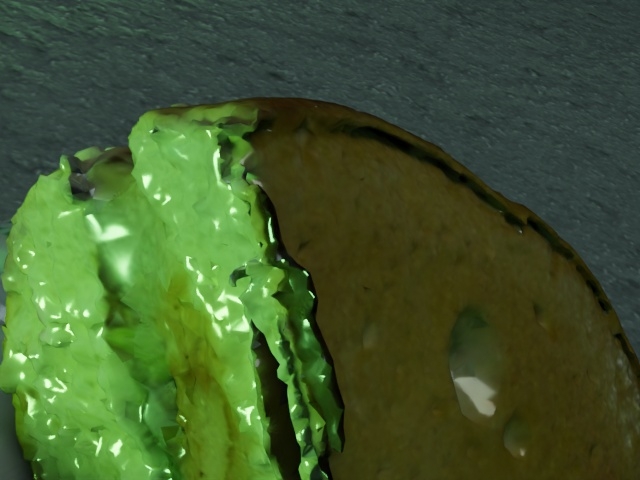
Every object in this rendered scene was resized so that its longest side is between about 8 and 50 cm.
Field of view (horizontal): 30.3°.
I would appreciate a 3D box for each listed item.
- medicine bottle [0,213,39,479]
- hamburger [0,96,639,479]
[{"bbox_3d":[-0.176,0.088,0.775,0.212,0.212,0.325,31,34,19],"label":"medicine bottle"},{"bbox_3d":[0.029,0.129,0.626,0.268,0.446,0.287,-10,12,46],"label":"hamburger"}]
